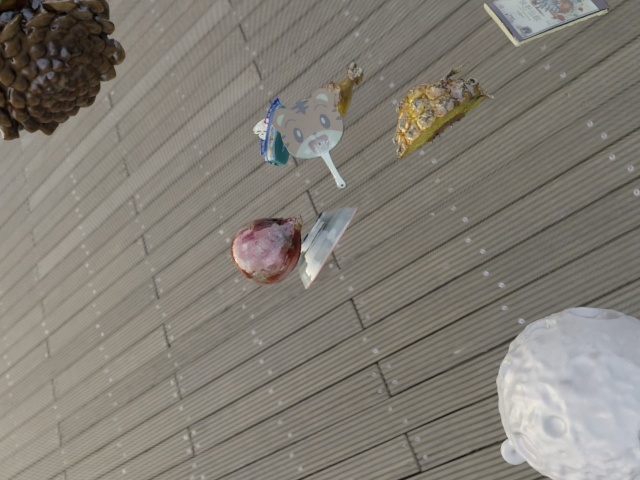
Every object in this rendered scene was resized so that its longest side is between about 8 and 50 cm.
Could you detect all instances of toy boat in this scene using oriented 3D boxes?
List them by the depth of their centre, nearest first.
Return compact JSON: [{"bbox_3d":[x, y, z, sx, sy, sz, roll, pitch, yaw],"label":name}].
[{"bbox_3d":[-0.130,-0.278,1.344,0.110,0.091,0.175,5,85,31],"label":"toy boat"}]

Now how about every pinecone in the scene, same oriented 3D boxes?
[{"bbox_3d":[-0.601,-0.405,1.002,0.384,0.384,0.385,-8,76,34],"label":"pinecone"}]

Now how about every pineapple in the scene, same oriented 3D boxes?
[{"bbox_3d":[0.314,-0.383,1.430,0.334,0.161,0.158,-30,74,-1],"label":"pineapple"}]

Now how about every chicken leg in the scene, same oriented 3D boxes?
[{"bbox_3d":[0.063,-0.412,1.450,0.087,0.252,0.107,32,140,-1],"label":"chicken leg"}]

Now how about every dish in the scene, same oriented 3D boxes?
[{"bbox_3d":[0.000,0.000,1.422,0.085,0.260,0.260,32,101,1],"label":"dish"}]

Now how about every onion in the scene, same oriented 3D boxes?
[{"bbox_3d":[-0.108,0.009,1.200,0.195,0.159,0.160,-38,61,22],"label":"onion"}]

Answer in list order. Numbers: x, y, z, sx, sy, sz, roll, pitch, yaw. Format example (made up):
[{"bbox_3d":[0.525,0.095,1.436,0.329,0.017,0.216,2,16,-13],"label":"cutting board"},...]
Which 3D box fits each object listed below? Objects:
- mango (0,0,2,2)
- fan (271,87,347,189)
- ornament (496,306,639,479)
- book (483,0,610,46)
[{"bbox_3d":[-0.414,-0.313,0.584,0.178,0.100,0.119,34,125,16],"label":"mango"},{"bbox_3d":[-0.002,-0.215,1.184,0.152,0.008,0.227,-27,94,6],"label":"fan"},{"bbox_3d":[0.496,0.280,0.971,0.336,0.337,0.337,-8,76,34],"label":"ornament"},{"bbox_3d":[0.520,-0.542,1.223,0.231,0.026,0.158,-21,60,-2],"label":"book"}]
